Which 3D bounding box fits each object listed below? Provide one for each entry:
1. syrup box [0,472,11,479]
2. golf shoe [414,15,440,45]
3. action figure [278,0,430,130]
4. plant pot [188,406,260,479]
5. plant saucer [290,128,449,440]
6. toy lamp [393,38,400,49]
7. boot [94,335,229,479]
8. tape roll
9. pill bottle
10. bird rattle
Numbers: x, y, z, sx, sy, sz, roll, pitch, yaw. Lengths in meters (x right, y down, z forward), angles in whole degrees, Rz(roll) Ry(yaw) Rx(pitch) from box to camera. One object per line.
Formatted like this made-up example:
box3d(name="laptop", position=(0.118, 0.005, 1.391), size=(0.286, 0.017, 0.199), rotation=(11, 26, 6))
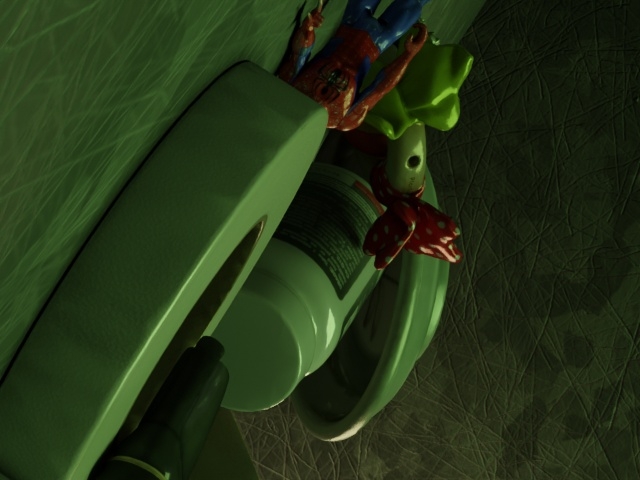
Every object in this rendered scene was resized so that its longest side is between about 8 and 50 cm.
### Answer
box3d(name="syrup box", position=(-0.254, 0.264, 1.023), size=(0.237, 0.093, 0.096), rotation=(-58, 177, 19))
box3d(name="golf shoe", position=(0.092, -0.228, 2.076), size=(0.086, 0.069, 0.176), rotation=(-36, 168, -16))
box3d(name="action figure", position=(0.052, -0.195, 1.318), size=(0.280, 0.091, 0.139), rotation=(-57, -176, -23))
box3d(name="plant pot", position=(-0.160, 0.300, 1.715), size=(0.191, 0.284, 0.284), rotation=(-21, 170, -9))
box3d(name="plant saucer", position=(0.065, 0.040, 1.894), size=(0.400, 0.100, 0.400), rotation=(-172, -90, -71))
box3d(name="toy lamp", position=(0.071, -0.174, 1.967), size=(0.080, 0.080, 0.275), rotation=(-56, 178, -21))
box3d(name="boot", position=(-0.115, 0.168, 1.200), size=(0.137, 0.077, 0.198), rotation=(-61, -179, -30))
box3d(name="tape roll", position=(-0.124, 0.051, 1.173), size=(0.392, 0.072, 0.392), rotation=(-58, 177, -5))
box3d(name="pill bottle", position=(-0.038, 0.044, 1.622), size=(0.161, 0.161, 0.283), rotation=(-59, 176, 31))
box3d(name="bird rattle", position=(0.077, -0.104, 1.587), size=(0.207, 0.143, 0.253), rotation=(-116, -170, -51))
